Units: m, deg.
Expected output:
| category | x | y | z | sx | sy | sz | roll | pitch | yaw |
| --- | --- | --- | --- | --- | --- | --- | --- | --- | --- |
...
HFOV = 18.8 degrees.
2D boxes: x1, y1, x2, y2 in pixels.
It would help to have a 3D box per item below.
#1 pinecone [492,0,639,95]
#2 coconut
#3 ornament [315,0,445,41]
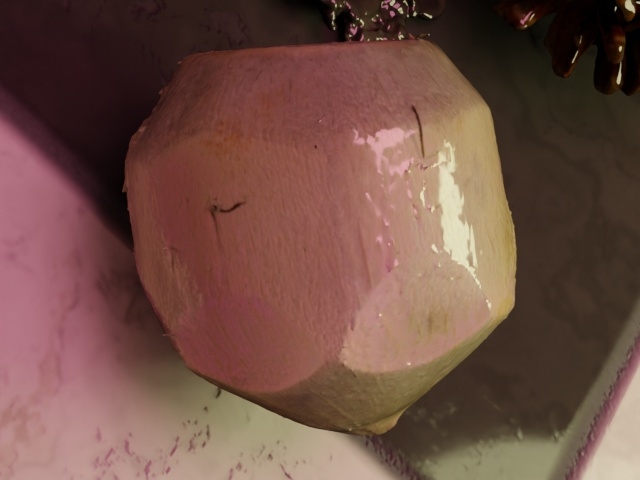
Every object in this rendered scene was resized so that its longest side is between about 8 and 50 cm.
| category | x | y | z | sx | sy | sz | roll | pitch | yaw |
| --- | --- | --- | --- | --- | --- | --- | --- | --- | --- |
| pinecone | 0.232 | -0.220 | 1.355 | 0.264 | 0.264 | 0.264 | 13 | 65 | -31 |
| coconut | 0.001 | 0.000 | 1.119 | 0.227 | 0.227 | 0.230 | -8 | 97 | -37 |
| ornament | 0.016 | -0.269 | 1.313 | 0.260 | 0.106 | 0.251 | 36 | 58 | -25 |
